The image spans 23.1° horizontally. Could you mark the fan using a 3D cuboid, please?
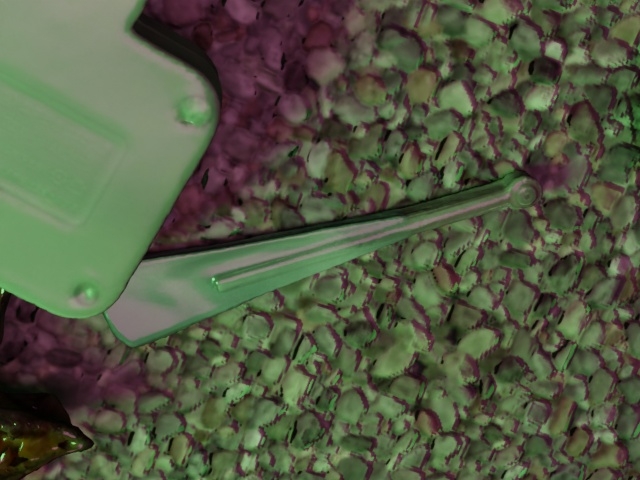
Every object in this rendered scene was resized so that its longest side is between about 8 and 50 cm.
[{"bbox_3d":[0.000,0.000,0.967,0.282,0.023,0.057,-18,102,-3],"label":"fan"}]

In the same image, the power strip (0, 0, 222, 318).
[{"bbox_3d":[-0.157,-0.108,0.842,0.229,0.141,0.261,29,104,-15],"label":"power strip"}]

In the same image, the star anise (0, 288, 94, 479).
[{"bbox_3d":[-0.266,0.087,0.918,0.214,0.099,0.220,-41,105,-9],"label":"star anise"}]
